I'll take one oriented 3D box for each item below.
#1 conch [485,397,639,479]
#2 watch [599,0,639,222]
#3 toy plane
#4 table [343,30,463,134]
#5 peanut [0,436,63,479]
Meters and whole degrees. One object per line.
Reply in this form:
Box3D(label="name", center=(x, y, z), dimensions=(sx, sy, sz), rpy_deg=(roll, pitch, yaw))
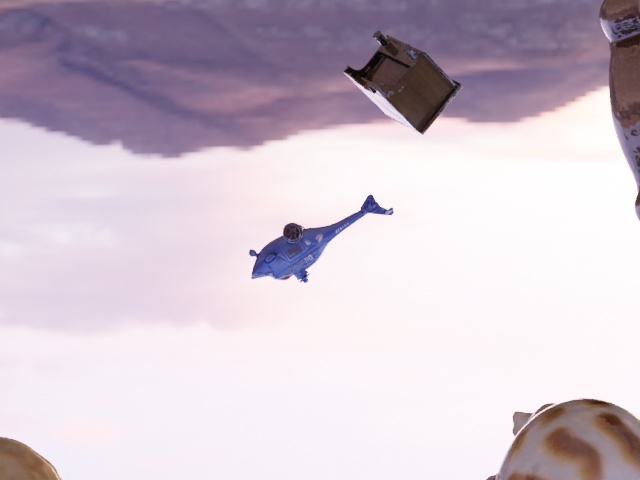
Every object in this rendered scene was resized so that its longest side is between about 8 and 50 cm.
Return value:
Box3D(label="conch", center=(0.209, 0.219, 1.299), dimensions=(0.148, 0.183, 0.275), rpy_deg=(17, -163, 5))
Box3D(label="watch", center=(0.536, -0.171, 1.927), dimensions=(0.327, 0.314, 0.335), rpy_deg=(-15, 165, 24))
Box3D(label="toy plane", center=(0.000, 0.000, 1.693), dimensions=(0.167, 0.062, 0.054), rpy_deg=(-31, 176, 3))
Box3D(label="table", center=(0.086, -0.173, 1.725), dimensions=(0.082, 0.070, 0.083), rpy_deg=(41, 177, -37))
Box3D(label="peanut", center=(-0.272, 0.342, 1.455), dimensions=(0.174, 0.340, 0.158), rpy_deg=(-13, 161, -39))
